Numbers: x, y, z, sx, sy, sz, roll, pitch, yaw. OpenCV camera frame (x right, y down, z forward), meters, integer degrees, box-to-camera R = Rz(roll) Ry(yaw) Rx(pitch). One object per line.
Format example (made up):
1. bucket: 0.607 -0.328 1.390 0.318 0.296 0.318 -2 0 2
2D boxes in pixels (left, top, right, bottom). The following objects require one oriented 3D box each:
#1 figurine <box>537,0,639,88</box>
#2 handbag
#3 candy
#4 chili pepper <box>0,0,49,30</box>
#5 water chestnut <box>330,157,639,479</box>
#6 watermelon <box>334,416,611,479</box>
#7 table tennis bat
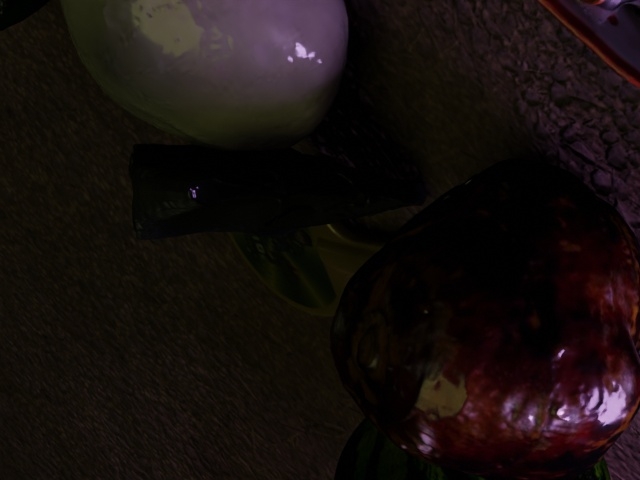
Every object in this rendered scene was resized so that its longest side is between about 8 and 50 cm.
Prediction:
1. figurine: 0.250 -0.238 1.203 0.160 0.183 0.226 41 139 -4
2. handbag: -0.051 -0.043 1.756 0.175 0.270 0.089 4 95 50
3. candy: -0.112 -0.191 1.713 0.295 0.185 0.295 30 143 27
4. chili pepper: -0.273 -0.323 1.803 0.165 0.261 0.174 34 -162 -28
5. water chestnut: 0.154 0.080 1.607 0.244 0.289 0.289 50 151 -12
6. watermelon: 0.141 0.247 1.827 0.269 0.269 0.269 34 147 25
7. table tennis bat: 0.000 0.000 1.937 0.321 0.050 0.198 18 136 49
